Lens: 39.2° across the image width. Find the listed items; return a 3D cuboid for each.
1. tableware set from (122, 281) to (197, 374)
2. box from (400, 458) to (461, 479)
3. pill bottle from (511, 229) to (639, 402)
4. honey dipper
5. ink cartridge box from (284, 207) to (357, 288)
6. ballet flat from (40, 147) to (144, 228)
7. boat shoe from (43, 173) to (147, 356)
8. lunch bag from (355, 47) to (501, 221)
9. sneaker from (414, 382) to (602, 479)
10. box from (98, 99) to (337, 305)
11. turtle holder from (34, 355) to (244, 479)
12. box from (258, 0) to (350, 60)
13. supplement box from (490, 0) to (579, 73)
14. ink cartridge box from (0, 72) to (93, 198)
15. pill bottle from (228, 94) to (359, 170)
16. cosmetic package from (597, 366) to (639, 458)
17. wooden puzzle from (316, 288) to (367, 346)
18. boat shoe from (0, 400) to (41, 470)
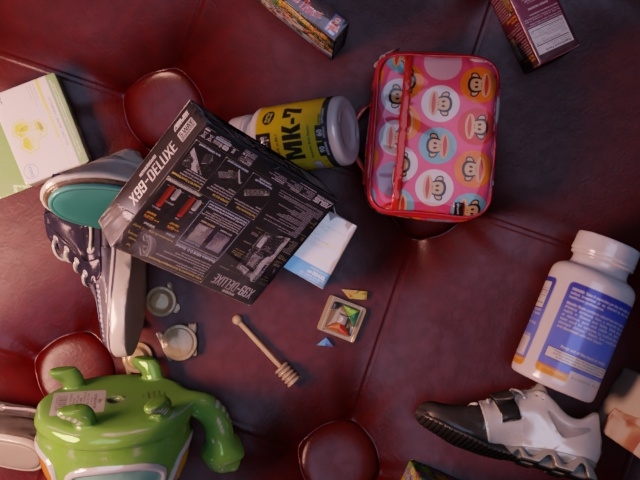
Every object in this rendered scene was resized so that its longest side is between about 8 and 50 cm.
[{"bbox_3d":[-0.307,0.162,1.609,0.168,0.020,0.141,-20,90,1],"label":"tableware set"},{"bbox_3d":[0.258,0.531,1.489,0.289,0.279,0.177,25,89,0],"label":"box"},{"bbox_3d":[0.450,0.128,1.555,0.152,0.152,0.272,23,90,-1],"label":"pill bottle"},{"bbox_3d":[-0.101,0.195,1.607,0.030,0.030,0.161,-43,89,-1],"label":"honey dipper"},{"bbox_3d":[0.000,0.000,1.577,0.089,0.092,0.143,30,90,-2],"label":"ink cartridge box"},{"bbox_3d":[-0.274,-0.083,1.490,0.400,0.139,0.139,8,90,-36],"label":"ballet flat"},{"bbox_3d":[-0.392,0.033,1.556,0.158,0.127,0.341,-2,76,4],"label":"boat shoe"},{"bbox_3d":[0.176,-0.182,1.573,0.258,0.120,0.293,4,89,3],"label":"lunch bag"},{"bbox_3d":[0.333,0.314,1.583,0.330,0.122,0.146,16,72,0],"label":"sneaker"},{"bbox_3d":[-0.155,-0.047,1.431,0.307,0.076,0.242,27,108,-43],"label":"box"},{"bbox_3d":[-0.318,0.336,1.526,0.320,0.243,0.228,-11,110,-39],"label":"turtle holder"},{"bbox_3d":[-0.056,-0.413,1.542,0.233,0.159,0.044,39,90,0],"label":"box"},{"bbox_3d":[0.367,-0.399,1.576,0.080,0.104,0.188,-25,91,-1],"label":"supplement box"},{"bbox_3d":[-0.543,-0.174,1.588,0.235,0.056,0.171,-21,91,-3],"label":"ink cartridge box"},{"bbox_3d":[-0.048,-0.175,1.536,0.208,0.119,0.119,-6,90,23],"label":"pill bottle"},{"bbox_3d":[0.583,0.320,1.486,0.153,0.296,0.129,31,91,1],"label":"cosmetic package"},{"bbox_3d":[0.039,0.140,1.617,0.078,0.014,0.116,15,90,-1],"label":"wooden puzzle"},{"bbox_3d":[-0.625,0.323,1.579,0.335,0.096,0.112,12,126,3],"label":"boat shoe"}]
